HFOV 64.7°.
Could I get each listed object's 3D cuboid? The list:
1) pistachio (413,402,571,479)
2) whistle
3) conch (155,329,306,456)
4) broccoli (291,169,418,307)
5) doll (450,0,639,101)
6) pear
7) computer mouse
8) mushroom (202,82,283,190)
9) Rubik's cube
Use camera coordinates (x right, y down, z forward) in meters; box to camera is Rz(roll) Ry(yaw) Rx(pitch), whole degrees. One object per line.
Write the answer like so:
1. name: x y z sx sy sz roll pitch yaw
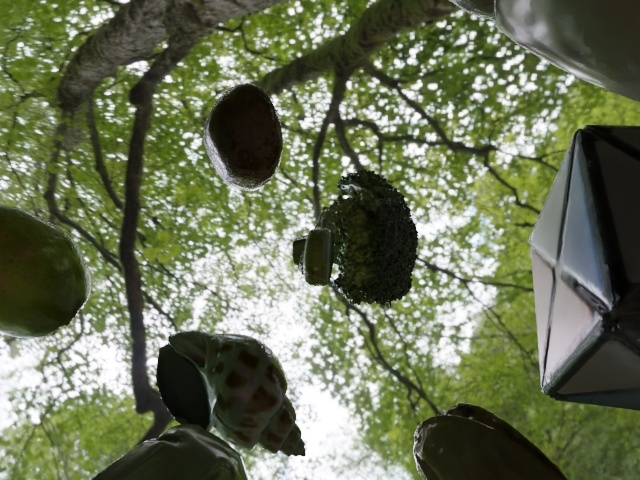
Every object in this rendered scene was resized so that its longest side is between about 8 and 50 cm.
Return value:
1. pistachio: 0.202 0.274 0.571 0.129 0.206 0.131 3 -61 -46
2. whistle: 0.000 0.000 0.914 0.198 0.057 0.104 -80 -10 -52
3. conch: -0.188 0.338 1.110 0.249 0.368 0.197 -45 -31 4
4. broccoli: 0.089 -0.028 1.195 0.249 0.301 0.375 106 165 -56
5. doll: 0.272 -0.262 0.345 0.226 0.370 0.215 39 -145 -9
6. pear: -0.474 0.042 0.792 0.187 0.187 0.220 -48 -62 -24
7. computer mouse: -0.203 0.391 0.760 0.145 0.228 0.429 -39 -10 4
8. mushroom: -0.201 -0.258 1.300 0.195 0.283 0.263 -16 -82 -7
9. Rubik's cube: 0.480 0.054 0.684 0.307 0.310 0.305 77 -161 -54
